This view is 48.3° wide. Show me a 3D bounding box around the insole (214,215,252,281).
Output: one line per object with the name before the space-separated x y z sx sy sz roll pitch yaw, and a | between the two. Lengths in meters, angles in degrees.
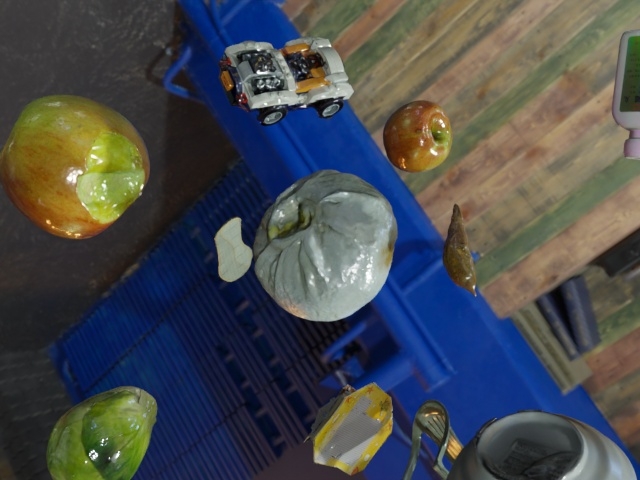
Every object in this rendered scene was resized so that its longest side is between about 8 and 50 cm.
insole | -0.234 0.033 1.919 0.119 0.009 0.348 -41 161 -19

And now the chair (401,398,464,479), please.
chair | 0.285 0.496 1.500 0.190 0.274 0.203 -49 175 -34

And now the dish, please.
dish | 0.345 0.366 1.161 0.316 0.106 0.316 -14 -157 6

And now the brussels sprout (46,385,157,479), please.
brussels sprout | -0.509 0.467 1.685 0.210 0.220 0.271 -1 -141 43

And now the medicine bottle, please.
medicine bottle | 0.568 -0.250 1.230 0.115 0.219 0.078 8 -175 33

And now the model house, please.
model house | 0.051 0.397 1.633 0.207 0.136 0.219 34 90 -39

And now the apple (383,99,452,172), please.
apple | 0.264 -0.284 1.972 0.195 0.196 0.196 -30 162 -10

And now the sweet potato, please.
sweet potato | 0.287 0.015 1.514 0.068 0.226 0.068 -3 149 -2

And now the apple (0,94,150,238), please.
apple | -0.580 -0.176 1.671 0.339 0.340 0.340 -30 162 -10

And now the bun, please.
bun | 0.000 0.000 1.580 0.361 0.362 0.211 -35 139 5

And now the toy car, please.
toy car | -0.076 -0.353 1.555 0.301 0.193 0.118 -12 160 -34
